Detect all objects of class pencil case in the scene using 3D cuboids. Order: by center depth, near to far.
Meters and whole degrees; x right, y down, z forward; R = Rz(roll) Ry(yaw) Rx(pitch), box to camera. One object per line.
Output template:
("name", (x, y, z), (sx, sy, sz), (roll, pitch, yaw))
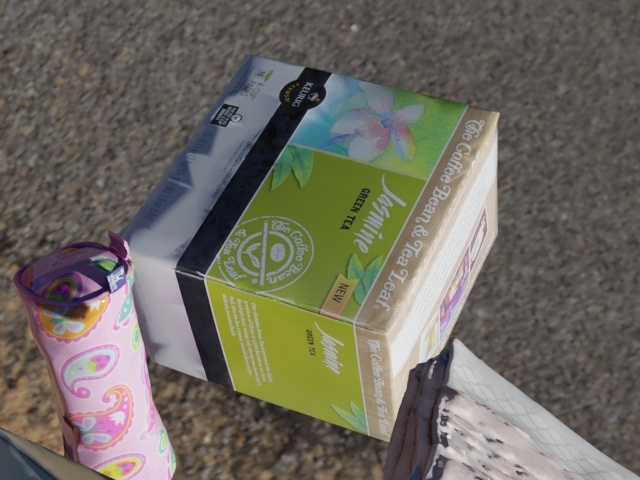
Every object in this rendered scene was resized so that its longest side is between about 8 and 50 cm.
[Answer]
("pencil case", (-0.221, 0.135, 1.307), (0.124, 0.124, 0.284), (-44, 137, -45))

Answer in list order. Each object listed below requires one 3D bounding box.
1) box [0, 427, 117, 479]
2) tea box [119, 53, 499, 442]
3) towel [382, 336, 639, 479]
("box", (-0.123, 0.241, 0.813), (0.148, 0.121, 0.311), (-54, 148, -8))
("tea box", (0.000, 0.000, 1.455), (0.220, 0.324, 0.329), (82, 30, -50))
("towel", (0.181, 0.196, 0.737), (0.332, 0.053, 0.317), (38, 12, 0))
